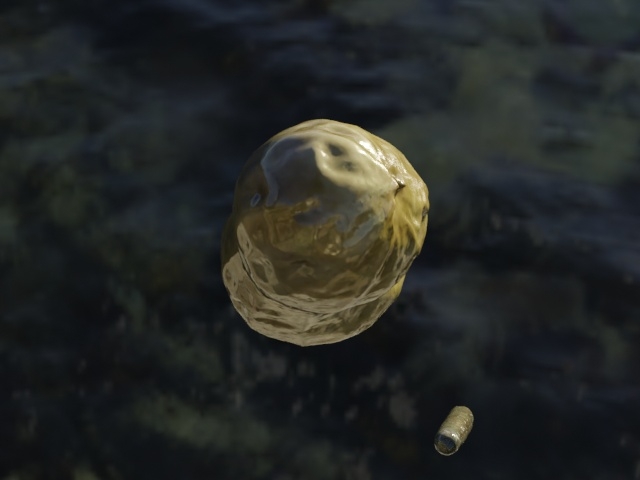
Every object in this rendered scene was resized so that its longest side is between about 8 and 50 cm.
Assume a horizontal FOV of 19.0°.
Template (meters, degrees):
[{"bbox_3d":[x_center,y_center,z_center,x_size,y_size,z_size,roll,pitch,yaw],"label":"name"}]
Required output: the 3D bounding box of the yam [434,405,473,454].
[{"bbox_3d":[0.094,0.133,1.338,0.021,0.021,0.116,9,5,8],"label":"yam"}]

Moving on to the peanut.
[{"bbox_3d":[0.000,0.000,0.998,0.103,0.229,0.098,17,77,-1],"label":"peanut"}]
